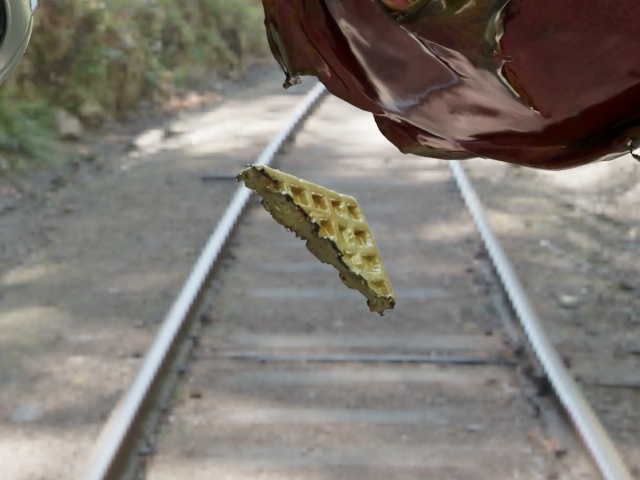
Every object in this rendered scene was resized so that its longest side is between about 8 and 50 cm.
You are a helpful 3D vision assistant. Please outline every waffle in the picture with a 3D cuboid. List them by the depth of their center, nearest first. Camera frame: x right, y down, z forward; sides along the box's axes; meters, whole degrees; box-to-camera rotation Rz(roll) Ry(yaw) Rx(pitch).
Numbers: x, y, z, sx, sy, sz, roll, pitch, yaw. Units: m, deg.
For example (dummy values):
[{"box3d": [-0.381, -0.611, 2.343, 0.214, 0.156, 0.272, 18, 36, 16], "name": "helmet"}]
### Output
[{"box3d": [0.000, 0.000, 0.975, 0.023, 0.097, 0.153, -29, -23, 23], "name": "waffle"}]

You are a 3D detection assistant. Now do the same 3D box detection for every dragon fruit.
[{"box3d": [0.098, -0.152, 0.565, 0.250, 0.250, 0.315, -5, 8, -26], "name": "dragon fruit"}]

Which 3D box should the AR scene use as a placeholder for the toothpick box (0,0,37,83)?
[{"box3d": [-0.385, -0.296, 1.124, 0.263, 0.263, 0.354, 0, -33, -2], "name": "toothpick box"}]
